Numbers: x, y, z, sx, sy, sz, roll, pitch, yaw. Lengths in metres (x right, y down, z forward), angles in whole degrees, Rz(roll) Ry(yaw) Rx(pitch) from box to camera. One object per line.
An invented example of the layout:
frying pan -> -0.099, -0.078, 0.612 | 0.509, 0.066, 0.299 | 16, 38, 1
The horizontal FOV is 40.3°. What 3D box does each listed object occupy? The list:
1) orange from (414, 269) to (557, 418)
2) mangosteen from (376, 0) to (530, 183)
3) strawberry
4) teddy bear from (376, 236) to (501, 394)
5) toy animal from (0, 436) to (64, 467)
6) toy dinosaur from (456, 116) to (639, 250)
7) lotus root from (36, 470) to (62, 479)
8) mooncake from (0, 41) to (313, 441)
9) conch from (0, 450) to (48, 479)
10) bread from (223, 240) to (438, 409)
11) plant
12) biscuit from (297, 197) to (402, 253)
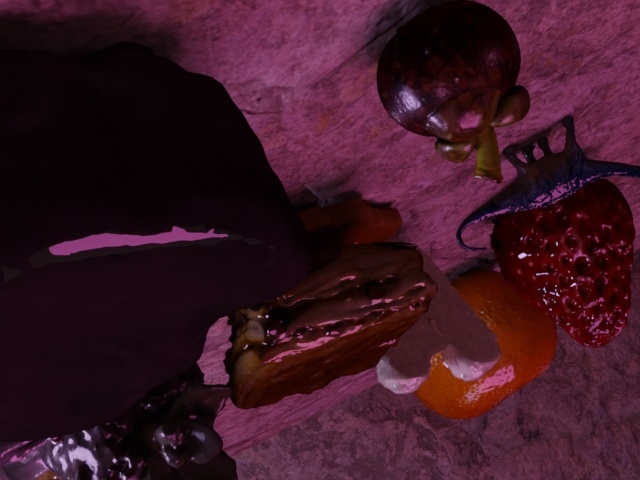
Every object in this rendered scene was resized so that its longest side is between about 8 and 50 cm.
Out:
orange -> 0.397, 0.260, 2.241 | 0.424, 0.326, 0.424 | -31, 163, -10
mangosteen -> 0.148, -0.155, 0.879 | 0.156, 0.181, 0.146 | -32, 164, -45
strawberry -> 0.513, 0.037, 1.743 | 0.295, 0.345, 0.317 | -29, 163, 7
teddy bear -> 0.124, 0.185, 1.619 | 0.327, 0.375, 0.362 | -8, 142, -20
toy animal -> -0.448, 0.297, 1.067 | 0.302, 0.284, 0.225 | -24, 160, -13
toy dinosaur -> 0.380, -0.110, 1.466 | 0.363, 0.147, 0.076 | -22, 161, 2
lotus root -> -0.448, 0.513, 1.825 | 0.316, 0.316, 0.250 | -27, 145, -8
mooncake -> -0.218, 0.007, 0.712 | 0.381, 0.212, 0.350 | -29, 159, 12
conch -> -0.457, 0.295, 1.326 | 0.221, 0.121, 0.185 | -24, 149, -36
bread -> -0.014, 0.107, 1.241 | 0.277, 0.167, 0.324 | -18, 160, -20
plant -> -0.255, 0.266, 1.224 | 0.213, 0.215, 0.312 | 0, -175, -40
biscuit -> 0.000, 0.000, 1.330 | 0.202, 0.047, 0.334 | -36, 164, 20
